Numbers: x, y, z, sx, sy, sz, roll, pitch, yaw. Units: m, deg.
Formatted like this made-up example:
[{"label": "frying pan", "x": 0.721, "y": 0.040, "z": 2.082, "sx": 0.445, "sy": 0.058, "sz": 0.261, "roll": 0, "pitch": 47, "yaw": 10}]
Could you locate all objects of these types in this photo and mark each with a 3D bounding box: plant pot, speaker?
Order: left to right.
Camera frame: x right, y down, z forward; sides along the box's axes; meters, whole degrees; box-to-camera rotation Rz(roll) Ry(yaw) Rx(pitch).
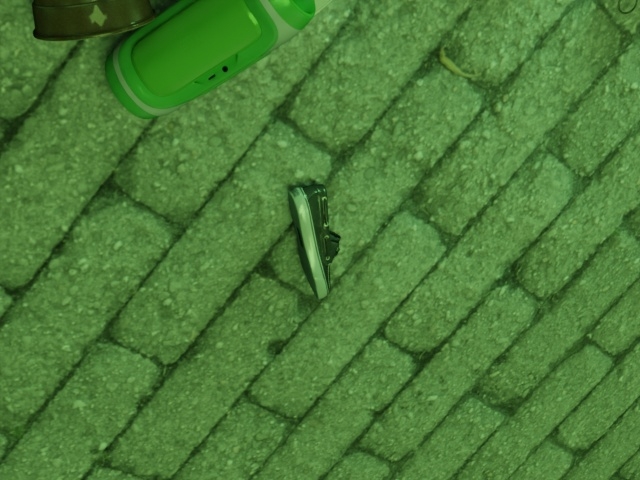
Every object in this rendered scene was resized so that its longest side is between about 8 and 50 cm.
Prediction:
[{"label": "plant pot", "x": -0.313, "y": -0.363, "z": 1.198, "sx": 0.166, "sy": 0.167, "sz": 0.165, "roll": -16, "pitch": 118, "yaw": -16}, {"label": "speaker", "x": -0.156, "y": -0.284, "z": 1.274, "sx": 0.296, "sy": 0.131, "sz": 0.131, "roll": -26, "pitch": 132, "yaw": 24}]

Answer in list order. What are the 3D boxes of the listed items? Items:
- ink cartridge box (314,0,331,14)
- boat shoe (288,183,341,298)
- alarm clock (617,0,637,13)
[{"label": "ink cartridge box", "x": -0.061, "y": -0.423, "z": 1.316, "sx": 0.148, "sy": 0.086, "sz": 0.203, "roll": -39, "pitch": 129, "yaw": 3}, {"label": "boat shoe", "x": 0.000, "y": 0.000, "z": 1.626, "sx": 0.076, "sy": 0.080, "sz": 0.229, "roll": -19, "pitch": 119, "yaw": -12}, {"label": "alarm clock", "x": 0.594, "y": -0.479, "z": 1.609, "sx": 0.129, "sy": 0.064, "sz": 0.192, "roll": 28, "pitch": 109, "yaw": -36}]
